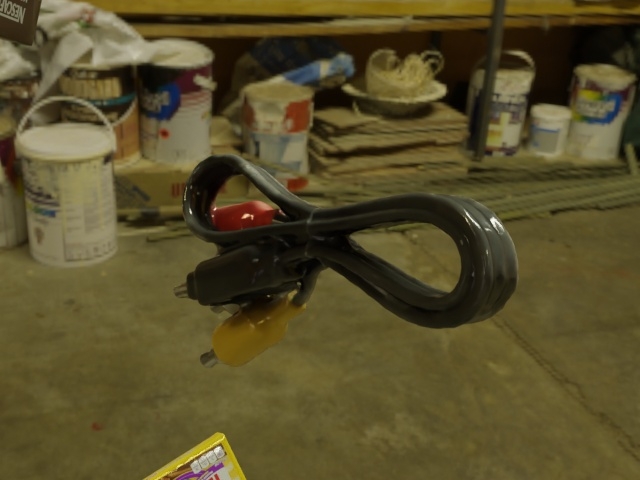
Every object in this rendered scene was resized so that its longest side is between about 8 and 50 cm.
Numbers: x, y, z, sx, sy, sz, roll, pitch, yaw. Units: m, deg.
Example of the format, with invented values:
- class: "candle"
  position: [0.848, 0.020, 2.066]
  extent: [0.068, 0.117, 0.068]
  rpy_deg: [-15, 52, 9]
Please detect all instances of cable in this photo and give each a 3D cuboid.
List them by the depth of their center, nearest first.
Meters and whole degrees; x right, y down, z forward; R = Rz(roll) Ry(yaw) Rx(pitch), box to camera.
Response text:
- class: "cable"
  position: [0.000, 0.000, 0.493]
  extent: [0.072, 0.139, 0.287]
  rpy_deg: [7, -14, -43]

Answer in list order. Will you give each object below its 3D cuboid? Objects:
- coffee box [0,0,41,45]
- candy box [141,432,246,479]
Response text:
- class: "coffee box"
  position: [-0.382, -0.250, 0.706]
  extent: [0.247, 0.098, 0.141]
  rpy_deg: [14, 7, 0]
- class: "candy box"
  position: [-0.184, 0.336, 1.015]
  extent: [0.206, 0.105, 0.027]
  rpy_deg: [-28, 7, -30]
